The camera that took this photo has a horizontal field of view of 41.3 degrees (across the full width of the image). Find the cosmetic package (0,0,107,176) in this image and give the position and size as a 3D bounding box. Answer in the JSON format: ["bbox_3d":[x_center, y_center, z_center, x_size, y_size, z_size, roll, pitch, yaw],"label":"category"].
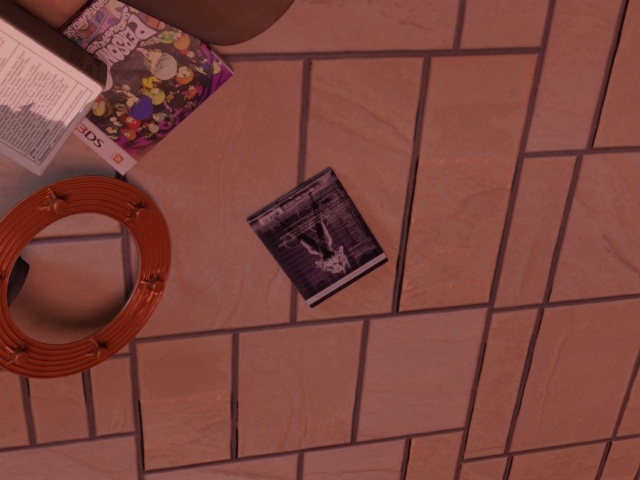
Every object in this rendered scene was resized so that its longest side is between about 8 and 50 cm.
[{"bbox_3d":[-0.444,-0.237,1.075,0.309,0.113,0.160,35,105,-25],"label":"cosmetic package"}]

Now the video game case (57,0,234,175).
[{"bbox_3d":[-0.277,-0.237,1.206,0.232,0.042,0.210,-40,123,10],"label":"video game case"}]

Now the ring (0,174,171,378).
[{"bbox_3d":[-0.365,0.064,1.284,0.337,0.032,0.336,-23,126,-35],"label":"ring"}]

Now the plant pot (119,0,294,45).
[{"bbox_3d":[-0.161,-0.388,1.012,0.323,0.323,0.280,-41,139,10],"label":"plant pot"}]

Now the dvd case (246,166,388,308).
[{"bbox_3d":[0.000,0.000,1.450,0.165,0.018,0.221,-32,124,3],"label":"dvd case"}]

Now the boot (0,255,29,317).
[{"bbox_3d":[-0.701,0.017,1.192,0.367,0.146,0.445,-37,119,6],"label":"boot"}]
